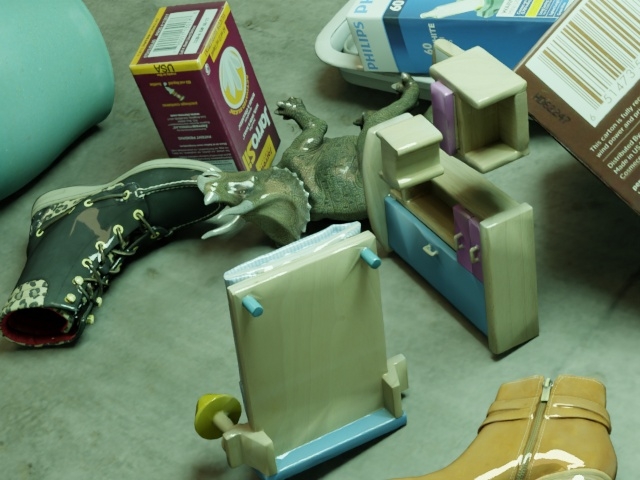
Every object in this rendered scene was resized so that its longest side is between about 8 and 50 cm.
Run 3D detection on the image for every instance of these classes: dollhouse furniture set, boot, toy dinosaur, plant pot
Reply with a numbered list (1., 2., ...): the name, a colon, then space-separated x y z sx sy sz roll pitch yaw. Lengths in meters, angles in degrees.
1. dollhouse furniture set: 0.000 0.000 1.235 0.303 0.286 0.198 -24 38 -20
2. boot: -0.207 0.015 1.475 0.236 0.085 0.179 -11 42 23
3. boot: 0.132 0.171 1.154 0.197 0.073 0.152 3 45 11
4. toy dinosaur: 0.039 -0.074 1.462 0.313 0.121 0.160 -11 52 6
5. plant pot: -0.382 -0.171 1.648 0.255 0.272 0.271 -28 37 -32

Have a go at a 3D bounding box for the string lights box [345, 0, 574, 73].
1. string lights box: 0.173 -0.233 1.475 0.259 0.077 0.133 6 49 29

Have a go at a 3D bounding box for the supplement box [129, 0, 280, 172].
1. supplement box: -0.116 -0.140 1.523 0.081 0.188 0.104 -2 43 22

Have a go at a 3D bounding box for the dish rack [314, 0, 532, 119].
1. dish rack: 0.191 -0.234 1.581 0.333 0.072 0.285 15 51 37

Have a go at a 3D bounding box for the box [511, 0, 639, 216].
1. box: 0.277 -0.132 1.245 0.167 0.203 0.168 43 102 10
